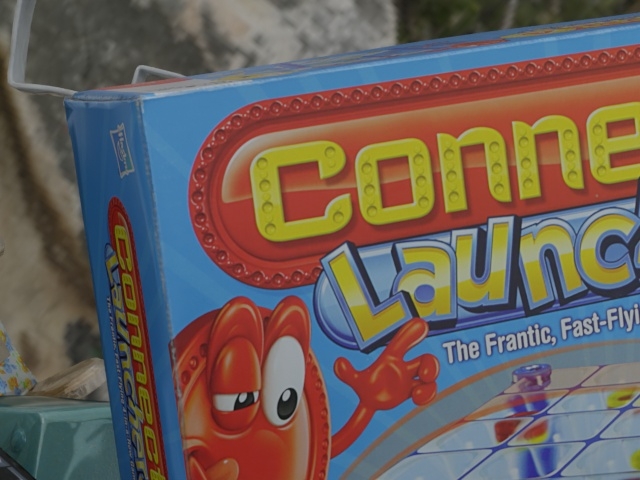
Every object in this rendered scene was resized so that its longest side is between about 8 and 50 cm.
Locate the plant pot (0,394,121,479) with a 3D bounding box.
[{"bbox_3d":[-0.118,0.167,1.095,0.234,0.165,0.165,21,73,-46],"label":"plant pot"}]

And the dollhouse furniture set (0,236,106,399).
[{"bbox_3d":[-0.310,0.009,1.344,0.362,0.256,0.394,60,22,-9],"label":"dollhouse furniture set"}]

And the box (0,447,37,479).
[{"bbox_3d":[-0.300,0.173,0.942,0.295,0.293,0.073,41,13,4],"label":"box"}]

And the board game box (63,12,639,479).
[{"bbox_3d":[0.085,0.075,0.678,0.308,0.086,0.302,-11,99,-20],"label":"board game box"}]

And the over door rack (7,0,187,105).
[{"bbox_3d":[0.000,0.000,0.969,0.324,0.239,0.108,27,88,9],"label":"over door rack"}]
